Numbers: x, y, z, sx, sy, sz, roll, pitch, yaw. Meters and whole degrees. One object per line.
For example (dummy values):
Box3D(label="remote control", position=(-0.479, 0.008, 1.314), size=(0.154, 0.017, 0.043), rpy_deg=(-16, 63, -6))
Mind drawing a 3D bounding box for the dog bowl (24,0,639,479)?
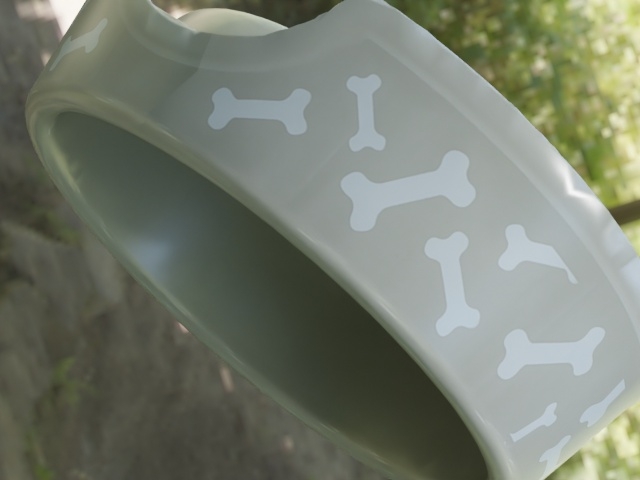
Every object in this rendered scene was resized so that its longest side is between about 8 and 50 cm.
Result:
Box3D(label="dog bowl", position=(0.000, 0.000, 0.906), size=(0.349, 0.102, 0.349), rpy_deg=(37, -17, 13))
